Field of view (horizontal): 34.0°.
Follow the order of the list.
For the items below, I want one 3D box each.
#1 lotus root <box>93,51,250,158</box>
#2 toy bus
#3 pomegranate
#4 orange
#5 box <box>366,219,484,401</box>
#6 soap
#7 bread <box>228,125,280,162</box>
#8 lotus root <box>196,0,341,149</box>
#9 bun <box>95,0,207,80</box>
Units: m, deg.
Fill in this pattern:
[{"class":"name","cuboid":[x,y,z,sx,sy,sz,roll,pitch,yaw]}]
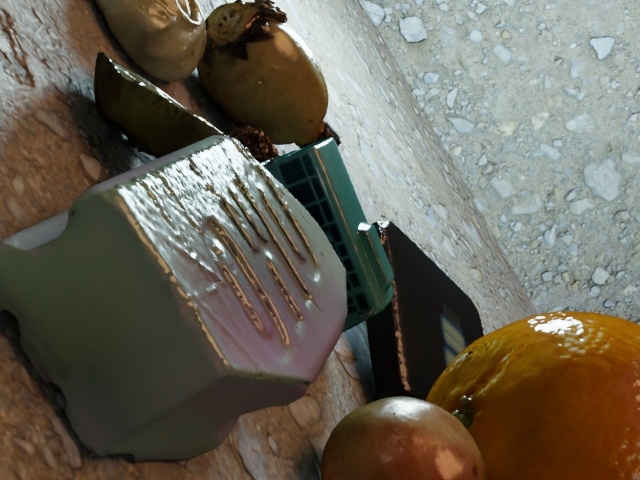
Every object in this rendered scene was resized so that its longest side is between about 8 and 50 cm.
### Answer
[{"class":"lotus root","cuboid":[-0.183,-0.129,1.186,0.204,0.078,0.183,32,4,-3]},{"class":"toy bus","cuboid":[0.000,0.000,1.412,0.256,0.147,0.128,67,19,-6]},{"class":"pomegranate","cuboid":[0.091,0.266,1.187,0.191,0.191,0.191,52,18,-24]},{"class":"orange","cuboid":[0.300,0.284,1.353,0.326,0.424,0.424,33,24,-16]},{"class":"box","cuboid":[0.177,0.175,1.673,0.359,0.091,0.350,42,34,-46]},{"class":"soap","cuboid":[-0.113,0.045,1.021,0.261,0.156,0.446,58,16,-4]},{"class":"bread","cuboid":[-0.089,-0.114,1.526,0.082,0.060,0.113,35,28,-50]},{"class":"lotus root","cuboid":[-0.069,-0.231,1.600,0.310,0.183,0.182,47,20,-44]},{"class":"bun","cuboid":[-0.218,-0.306,1.409,0.183,0.102,0.183,51,16,-21]}]
